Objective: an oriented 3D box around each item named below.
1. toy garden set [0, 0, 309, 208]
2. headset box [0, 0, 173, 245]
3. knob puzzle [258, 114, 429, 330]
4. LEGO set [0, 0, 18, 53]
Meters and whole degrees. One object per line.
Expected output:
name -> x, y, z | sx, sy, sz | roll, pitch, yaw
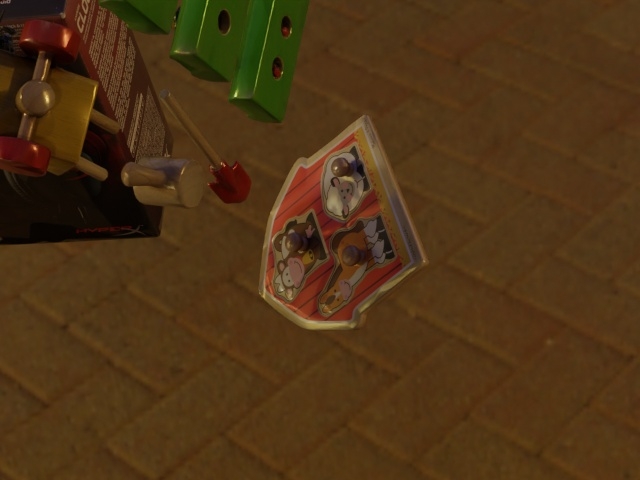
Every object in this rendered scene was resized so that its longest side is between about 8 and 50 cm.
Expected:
toy garden set -> -0.092, -0.109, 0.704 | 0.049, 0.244, 0.203 | 6, 77, 26
headset box -> -0.254, -0.121, 1.014 | 0.218, 0.293, 0.110 | -3, 55, 8
knob puzzle -> 0.000, 0.000, 1.268 | 0.030, 0.213, 0.213 | 12, 15, -44
LEGO set -> -0.172, -0.105, 0.714 | 0.023, 0.083, 0.054 | 18, -18, -41
